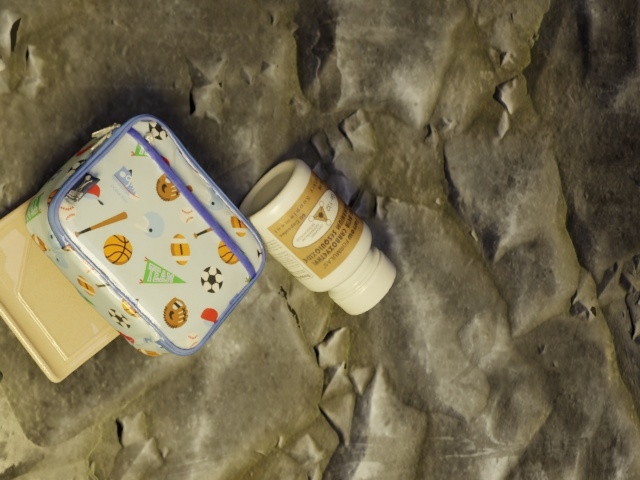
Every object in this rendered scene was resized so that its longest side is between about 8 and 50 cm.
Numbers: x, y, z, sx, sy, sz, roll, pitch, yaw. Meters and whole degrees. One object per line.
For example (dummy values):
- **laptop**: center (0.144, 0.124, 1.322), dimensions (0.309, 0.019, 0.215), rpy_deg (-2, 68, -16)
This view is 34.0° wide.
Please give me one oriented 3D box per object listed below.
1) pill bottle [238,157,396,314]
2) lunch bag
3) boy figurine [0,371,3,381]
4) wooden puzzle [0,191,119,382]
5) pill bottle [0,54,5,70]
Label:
- **pill bottle**: center (0.000, 0.000, 1.532), dimensions (0.229, 0.131, 0.131), rpy_deg (44, 72, -22)
- **lunch bag**: center (-0.224, -0.013, 1.393), dimensions (0.303, 0.115, 0.243), rpy_deg (52, 58, -21)
- **boy figurine**: center (-0.509, 0.085, 1.263), dimensions (0.285, 0.177, 0.092), rpy_deg (64, 23, -22)
- **wooden puzzle**: center (-0.333, 0.036, 1.413), dimensions (0.238, 0.044, 0.221), rpy_deg (-41, 109, -27)
- **pill bottle**: center (-0.481, -0.271, 1.284), dimensions (0.112, 0.112, 0.187), rpy_deg (-33, 107, -23)
